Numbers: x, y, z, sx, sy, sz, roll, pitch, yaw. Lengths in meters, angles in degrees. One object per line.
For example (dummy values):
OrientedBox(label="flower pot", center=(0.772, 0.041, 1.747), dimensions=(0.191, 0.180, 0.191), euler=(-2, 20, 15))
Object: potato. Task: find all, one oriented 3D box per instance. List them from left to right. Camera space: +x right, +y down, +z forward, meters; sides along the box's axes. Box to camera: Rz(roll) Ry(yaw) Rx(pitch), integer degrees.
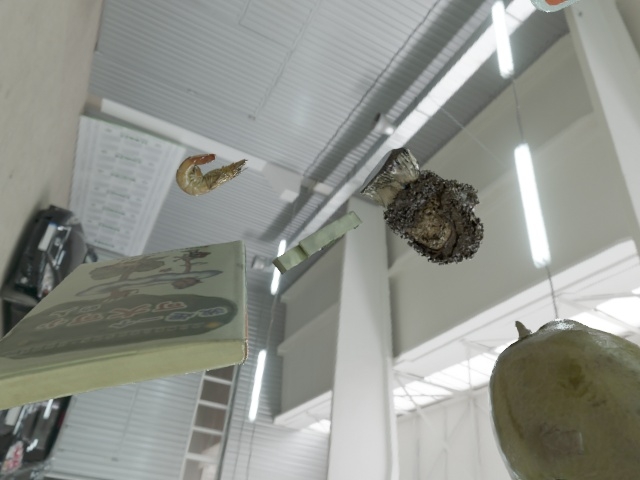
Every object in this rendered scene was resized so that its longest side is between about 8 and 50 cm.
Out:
OrientedBox(label="potato", center=(0.239, 0.165, 0.422), dimensions=(0.251, 0.174, 0.159), euler=(55, -43, 38))

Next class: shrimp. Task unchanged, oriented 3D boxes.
OrientedBox(label="shrimp", center=(-0.238, -0.156, 1.109), dimensions=(0.163, 0.095, 0.045), euler=(-25, -152, 6))

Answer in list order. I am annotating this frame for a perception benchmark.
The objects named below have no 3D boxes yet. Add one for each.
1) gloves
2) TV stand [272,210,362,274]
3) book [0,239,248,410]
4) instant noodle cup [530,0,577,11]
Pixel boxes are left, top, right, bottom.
OrientedBox(label="gloves", center=(0.244, -0.077, 1.188), dimensions=(0.210, 0.312, 0.135), euler=(-43, 175, 30))
OrientedBox(label="TV stand", center=(0.000, 0.000, 1.034), dimensions=(0.249, 0.036, 0.042), euler=(-31, 172, -44))
OrientedBox(label="book", center=(-0.222, 0.074, 0.648), dimensions=(0.371, 0.260, 0.043), euler=(-121, -158, -72))
OrientedBox(label="instant noodle cup", center=(0.541, -0.770, 1.307), dimensions=(0.308, 0.294, 0.293), euler=(49, -60, 42))
